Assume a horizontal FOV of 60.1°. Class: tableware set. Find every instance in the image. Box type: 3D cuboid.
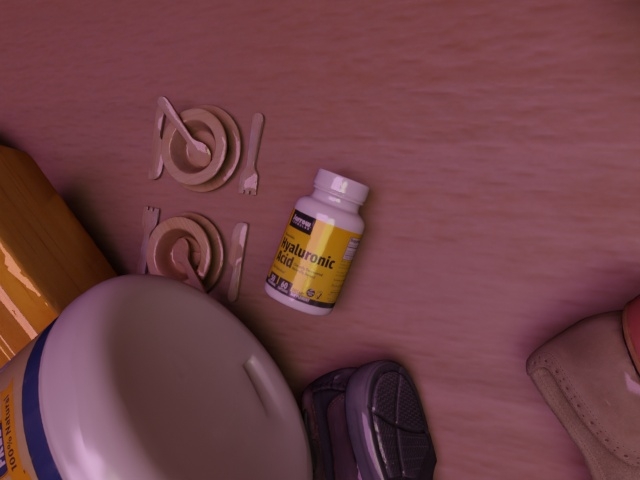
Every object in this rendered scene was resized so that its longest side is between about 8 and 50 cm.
[{"bbox_3d":[-0.130,-0.039,0.541,0.128,0.039,0.194,9,92,21],"label":"tableware set"}]

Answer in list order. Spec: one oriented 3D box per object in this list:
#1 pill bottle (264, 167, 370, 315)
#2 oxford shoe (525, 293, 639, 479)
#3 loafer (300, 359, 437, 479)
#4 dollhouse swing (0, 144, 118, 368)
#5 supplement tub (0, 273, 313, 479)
[{"bbox_3d":[0.000,0.000,0.477,0.065,0.065,0.116,23,97,20],"label":"pill bottle"},{"bbox_3d":[0.269,0.199,0.363,0.130,0.123,0.348,-36,77,44],"label":"oxford shoe"},{"bbox_3d":[0.050,0.252,0.446,0.095,0.109,0.303,-19,76,39],"label":"loafer"},{"bbox_3d":[-0.398,0.104,0.448,0.346,0.305,0.315,-32,97,11],"label":"dollhouse swing"},{"bbox_3d":[-0.189,0.199,0.428,0.316,0.228,0.228,-38,76,16],"label":"supplement tub"}]
